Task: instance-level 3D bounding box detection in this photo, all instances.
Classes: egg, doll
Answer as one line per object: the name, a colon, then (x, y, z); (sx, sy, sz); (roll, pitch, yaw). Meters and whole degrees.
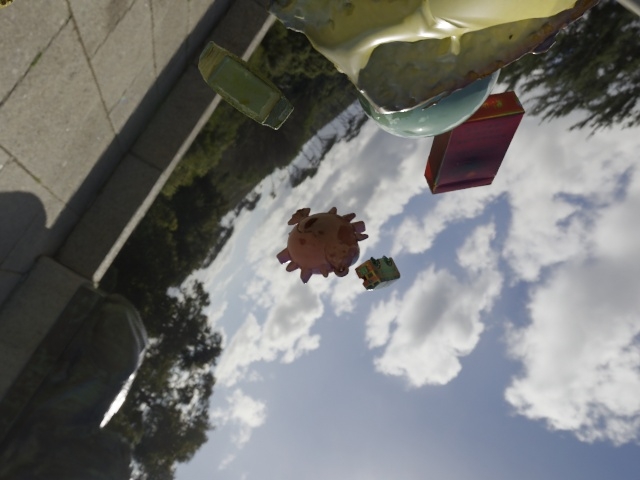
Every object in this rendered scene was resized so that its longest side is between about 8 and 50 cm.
egg: (0.214, -0.355, 1.105); (0.276, 0.276, 0.389); (-60, -174, -13)
doll: (0.000, 0.000, 1.214); (0.211, 0.093, 0.262); (-33, -139, -12)

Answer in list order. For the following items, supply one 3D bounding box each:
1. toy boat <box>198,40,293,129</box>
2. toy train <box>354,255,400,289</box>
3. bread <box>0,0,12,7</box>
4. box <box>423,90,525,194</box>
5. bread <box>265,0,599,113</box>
toy boat: (-0.202, -0.398, 1.380); (0.111, 0.276, 0.084); (-49, -175, 17)
toy train: (0.200, 0.108, 1.824); (0.072, 0.099, 0.188); (-40, 159, 31)
bread: (-0.721, -0.603, 1.162); (0.195, 0.176, 0.246); (-28, -153, -17)
box: (0.419, -0.265, 1.504); (0.313, 0.197, 0.089); (90, -13, -59)
bread: (0.100, -0.229, 0.427); (0.262, 0.204, 0.163); (-18, -135, 41)
